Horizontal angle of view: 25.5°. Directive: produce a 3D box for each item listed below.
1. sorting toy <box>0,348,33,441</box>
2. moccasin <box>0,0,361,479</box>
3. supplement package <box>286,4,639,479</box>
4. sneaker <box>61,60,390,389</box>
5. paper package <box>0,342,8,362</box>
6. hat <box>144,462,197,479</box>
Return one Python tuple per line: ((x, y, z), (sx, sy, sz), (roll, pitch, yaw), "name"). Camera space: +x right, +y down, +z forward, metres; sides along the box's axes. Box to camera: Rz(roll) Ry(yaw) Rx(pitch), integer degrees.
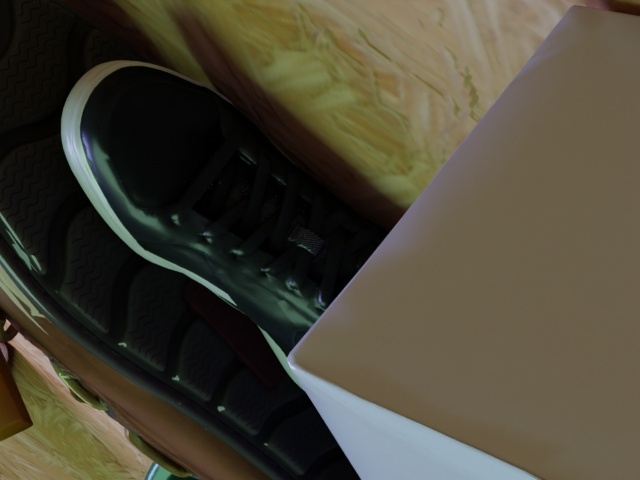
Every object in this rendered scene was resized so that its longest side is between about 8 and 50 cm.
((-0.227, -0.051, 0.660), (0.307, 0.041, 0.229), (63, 174, 13), "sorting toy")
((-0.086, 0.023, 0.701), (0.147, 0.139, 0.380), (0, 145, 45), "moccasin")
((0.136, 0.068, 0.398), (0.194, 0.149, 0.203), (20, 151, 39), "supplement package")
((0.000, 0.000, 0.591), (0.121, 0.079, 0.217), (6, 149, 49), "sneaker")
((-0.501, 0.154, 1.318), (0.309, 0.325, 0.168), (38, 158, 2), "paper package")
((-0.022, 0.204, 1.070), (0.173, 0.183, 0.208), (24, 112, 18), "hat")
